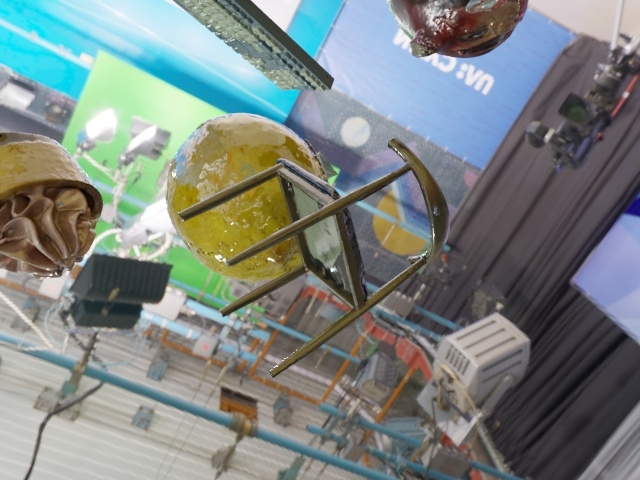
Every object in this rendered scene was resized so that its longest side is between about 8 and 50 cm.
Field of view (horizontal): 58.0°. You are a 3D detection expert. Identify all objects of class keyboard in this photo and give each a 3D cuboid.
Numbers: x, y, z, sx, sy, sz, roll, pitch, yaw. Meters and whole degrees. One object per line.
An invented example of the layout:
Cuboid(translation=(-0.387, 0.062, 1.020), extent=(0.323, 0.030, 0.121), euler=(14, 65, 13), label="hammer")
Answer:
Cuboid(translation=(-0.058, -0.153, 0.408), extent=(0.055, 0.014, 0.176), euler=(11, 170, 37), label="keyboard")

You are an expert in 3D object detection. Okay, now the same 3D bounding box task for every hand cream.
Cuboid(translation=(-0.050, -0.111, 1.189), extent=(0.065, 0.170, 0.043), euler=(53, 176, 12), label="hand cream")

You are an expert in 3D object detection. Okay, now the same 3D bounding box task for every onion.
Cuboid(translation=(0.232, -0.416, 1.044), extent=(0.271, 0.195, 0.272), euler=(20, 176, 1), label="onion")

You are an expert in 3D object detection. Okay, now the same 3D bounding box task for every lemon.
Cuboid(translation=(-0.119, -0.075, 0.933), extent=(0.257, 0.258, 0.310), euler=(12, -154, -48), label="lemon")

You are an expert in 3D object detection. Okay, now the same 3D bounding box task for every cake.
Cuboid(translation=(-0.405, -0.024, 0.800), extent=(0.207, 0.185, 0.178), euler=(6, -137, -48), label="cake")

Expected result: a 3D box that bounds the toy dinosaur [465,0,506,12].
Cuboid(translation=(0.274, -0.349, 0.638), extent=(0.242, 0.168, 0.053), euler=(15, -161, 41), label="toy dinosaur")

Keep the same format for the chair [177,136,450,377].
Cuboid(translation=(0.000, 0.000, 0.696), extent=(0.272, 0.188, 0.166), euler=(-28, -146, -20), label="chair")
